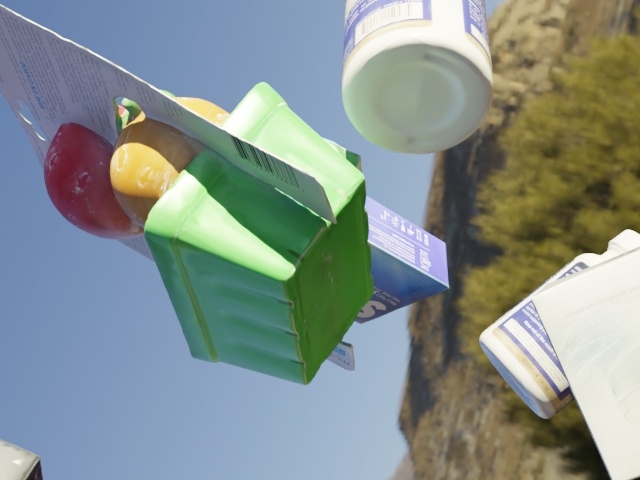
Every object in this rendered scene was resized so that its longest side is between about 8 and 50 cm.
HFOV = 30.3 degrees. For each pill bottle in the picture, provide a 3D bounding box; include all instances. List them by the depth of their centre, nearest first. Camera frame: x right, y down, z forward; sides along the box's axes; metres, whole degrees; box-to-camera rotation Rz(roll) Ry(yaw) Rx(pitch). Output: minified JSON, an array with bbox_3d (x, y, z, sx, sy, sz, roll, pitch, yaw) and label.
[{"bbox_3d":[0.074,-0.166,0.922,0.186,0.112,0.112,-86,-1,-46],"label":"pill bottle"},{"bbox_3d":[0.368,0.113,1.657,0.265,0.153,0.153,-39,-16,-1],"label":"pill bottle"}]

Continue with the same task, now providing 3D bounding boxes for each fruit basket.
[{"bbox_3d":[-0.121,-0.048,0.971,0.165,0.353,0.327,-47,-25,-20],"label":"fruit basket"}]

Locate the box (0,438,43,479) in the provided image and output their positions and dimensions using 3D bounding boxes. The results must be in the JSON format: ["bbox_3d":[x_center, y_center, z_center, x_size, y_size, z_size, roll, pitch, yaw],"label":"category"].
[{"bbox_3d":[-0.342,0.299,1.124,0.207,0.108,0.153,97,-163,-47],"label":"box"}]

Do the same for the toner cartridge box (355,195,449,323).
[{"bbox_3d":[0.000,0.000,1.555,0.348,0.165,0.075,28,-132,-39],"label":"toner cartridge box"}]

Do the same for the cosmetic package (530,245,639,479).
[{"bbox_3d":[0.382,0.115,1.286,0.224,0.224,0.138,66,-163,4],"label":"cosmetic package"}]
